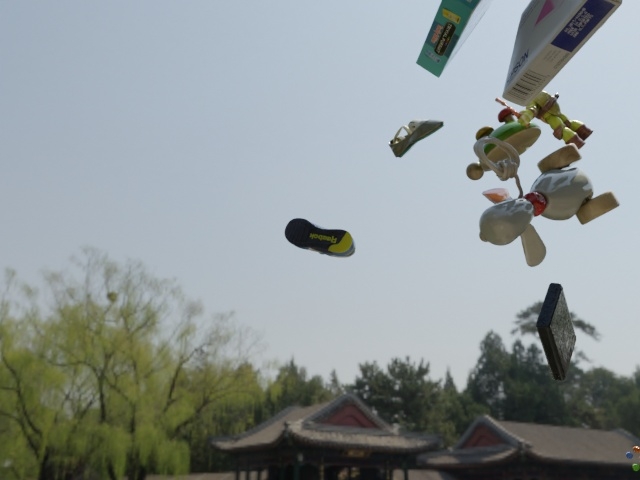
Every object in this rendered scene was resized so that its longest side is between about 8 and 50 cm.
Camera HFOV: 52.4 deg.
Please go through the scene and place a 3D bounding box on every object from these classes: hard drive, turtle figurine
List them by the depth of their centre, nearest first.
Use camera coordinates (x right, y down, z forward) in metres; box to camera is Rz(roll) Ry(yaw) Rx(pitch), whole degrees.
[{"bbox_3d":[0.384,0.148,1.053,0.022,0.094,0.135,2,-45,37],"label":"hard drive"},{"bbox_3d":[0.530,-0.301,1.513,0.087,0.217,0.269,-51,-6,32],"label":"turtle figurine"}]

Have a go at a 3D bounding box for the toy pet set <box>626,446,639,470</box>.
[{"bbox_3d":[0.786,0.522,1.528,0.114,0.122,0.065,-27,-2,5],"label":"toy pet set"}]

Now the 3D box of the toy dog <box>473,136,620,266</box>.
[{"bbox_3d":[0.401,-0.064,1.239,0.333,0.220,0.161,-1,-26,-25],"label":"toy dog"}]

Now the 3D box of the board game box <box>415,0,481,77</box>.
[{"bbox_3d":[0.360,-0.577,1.567,0.079,0.254,0.336,35,-10,4],"label":"board game box"}]

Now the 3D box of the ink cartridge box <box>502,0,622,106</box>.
[{"bbox_3d":[0.476,-0.480,1.261,0.071,0.330,0.324,18,-23,-4],"label":"ink cartridge box"}]

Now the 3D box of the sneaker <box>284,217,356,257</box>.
[{"bbox_3d":[0.000,0.000,1.160,0.144,0.053,0.059,18,-7,30],"label":"sneaker"}]

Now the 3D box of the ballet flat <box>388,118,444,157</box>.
[{"bbox_3d":[0.247,-0.286,1.738,0.072,0.068,0.213,-35,1,-29],"label":"ballet flat"}]

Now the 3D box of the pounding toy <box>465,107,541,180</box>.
[{"bbox_3d":[0.487,-0.278,1.786,0.182,0.110,0.237,-22,-20,-15],"label":"pounding toy"}]
